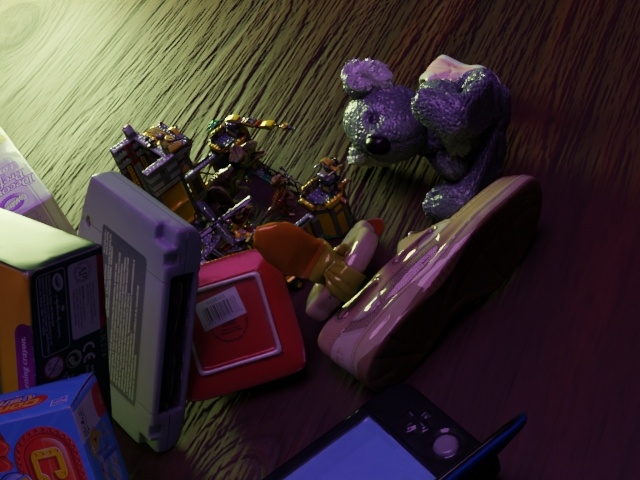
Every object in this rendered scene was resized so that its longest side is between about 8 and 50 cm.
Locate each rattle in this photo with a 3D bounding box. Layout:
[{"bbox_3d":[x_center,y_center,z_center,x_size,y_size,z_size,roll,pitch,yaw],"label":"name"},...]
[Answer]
[{"bbox_3d":[0.000,0.000,1.287,0.143,0.130,0.199,21,37,2],"label":"rattle"}]

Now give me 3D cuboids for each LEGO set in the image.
[{"bbox_3d":[-0.127,-0.089,1.420,0.255,0.192,0.331,-34,45,-15],"label":"LEGO set"}]

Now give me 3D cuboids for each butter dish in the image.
[{"bbox_3d":[-0.111,0.103,1.286,0.160,0.118,0.160,-17,86,-2],"label":"butter dish"}]

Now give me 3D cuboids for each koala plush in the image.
[{"bbox_3d":[0.130,-0.153,1.414,0.221,0.196,0.203,9,38,27],"label":"koala plush"}]

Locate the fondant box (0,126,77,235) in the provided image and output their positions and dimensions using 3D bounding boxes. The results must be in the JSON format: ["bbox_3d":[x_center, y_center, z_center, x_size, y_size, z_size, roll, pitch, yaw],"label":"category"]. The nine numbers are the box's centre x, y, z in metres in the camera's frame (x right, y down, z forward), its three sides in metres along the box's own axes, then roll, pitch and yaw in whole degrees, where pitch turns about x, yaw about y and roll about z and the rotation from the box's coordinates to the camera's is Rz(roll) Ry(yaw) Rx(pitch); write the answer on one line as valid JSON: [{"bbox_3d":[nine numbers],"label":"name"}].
[{"bbox_3d":[-0.555,-0.054,1.607,0.238,0.096,0.330,-33,46,-14],"label":"fondant box"}]

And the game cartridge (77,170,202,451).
[{"bbox_3d":[-0.224,0.078,1.231,0.062,0.297,0.198,-11,33,-35],"label":"game cartridge"}]

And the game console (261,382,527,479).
[{"bbox_3d":[0.031,0.240,1.033,0.293,0.173,0.250,-33,40,-18],"label":"game console"}]

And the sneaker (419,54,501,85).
[{"bbox_3d":[0.204,-0.231,1.553,0.070,0.051,0.134,-41,44,-19],"label":"sneaker"}]

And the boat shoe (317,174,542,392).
[{"bbox_3d":[0.136,0.029,1.260,0.341,0.121,0.110,-42,46,-20],"label":"boat shoe"}]

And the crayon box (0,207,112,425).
[{"bbox_3d":[-0.373,0.141,1.151,0.313,0.363,0.106,18,28,33],"label":"crayon box"}]

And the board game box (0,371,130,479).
[{"bbox_3d":[-0.325,0.313,1.005,0.302,0.308,0.086,-14,12,6],"label":"board game box"}]
